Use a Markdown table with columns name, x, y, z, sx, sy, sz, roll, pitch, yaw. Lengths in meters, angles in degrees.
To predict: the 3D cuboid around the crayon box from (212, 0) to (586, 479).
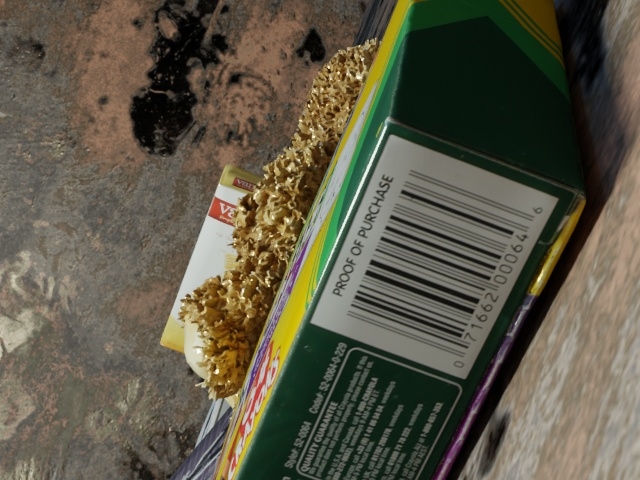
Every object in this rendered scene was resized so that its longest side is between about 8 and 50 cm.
| name | x | y | z | sx | sy | sz | roll | pitch | yaw |
| --- | --- | --- | --- | --- | --- | --- | --- | --- | --- |
| crayon box | 0.028 | 0.041 | 0.778 | 0.313 | 0.106 | 0.363 | -78 | 9 | -62 |

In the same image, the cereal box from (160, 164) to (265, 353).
| name | x | y | z | sx | sy | sz | roll | pitch | yaw |
| --- | --- | --- | --- | --- | --- | --- | --- | --- | --- |
| cereal box | -0.059 | 0.048 | 1.395 | 0.047 | 0.173 | 0.240 | -75 | 6 | -52 |

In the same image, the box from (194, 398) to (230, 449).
| name | x | y | z | sx | sy | sz | roll | pitch | yaw |
| --- | --- | --- | --- | --- | --- | --- | --- | --- | --- |
| box | -0.111 | 0.287 | 1.465 | 0.290 | 0.087 | 0.169 | -75 | 7 | -51 |

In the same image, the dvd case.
| name | x | y | z | sx | sy | sz | roll | pitch | yaw |
| --- | --- | --- | --- | --- | --- | --- | --- | --- | --- |
| dvd case | -0.102 | 0.213 | 1.205 | 0.221 | 0.018 | 0.164 | -50 | 10 | 14 |

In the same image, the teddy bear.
| name | x | y | z | sx | sy | sz | roll | pitch | yaw |
| --- | --- | --- | --- | --- | --- | --- | --- | --- | --- |
| teddy bear | 0.000 | 0.000 | 1.079 | 0.338 | 0.113 | 0.245 | -53 | -31 | -28 |
